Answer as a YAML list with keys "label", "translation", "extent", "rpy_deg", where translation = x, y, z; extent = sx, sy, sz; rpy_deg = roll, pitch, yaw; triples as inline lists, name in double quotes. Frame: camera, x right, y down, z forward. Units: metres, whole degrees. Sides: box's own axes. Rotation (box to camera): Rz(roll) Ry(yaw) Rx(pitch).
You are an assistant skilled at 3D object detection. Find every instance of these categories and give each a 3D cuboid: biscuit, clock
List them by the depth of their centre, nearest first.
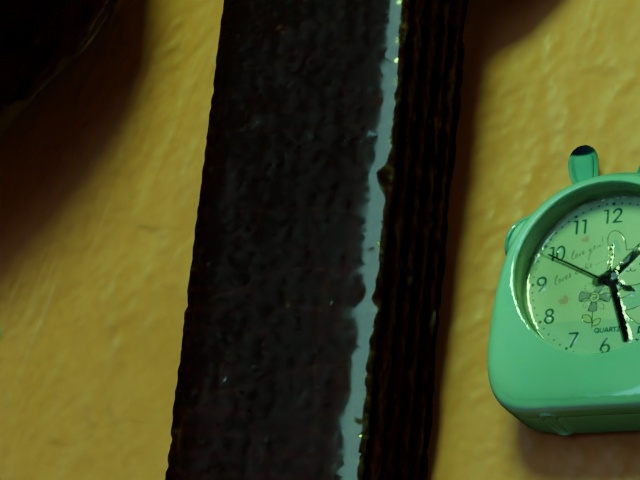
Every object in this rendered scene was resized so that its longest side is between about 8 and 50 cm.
- label: "clock"
  translation: [0.136, 0.014, 0.895]
  extent: [0.108, 0.045, 0.147]
  rpy_deg: [-5, 64, 27]
- label: "biscuit"
  translation: [0.000, 0.000, 0.931]
  extent: [0.107, 0.073, 0.388]
  rpy_deg: [-1, 76, 27]

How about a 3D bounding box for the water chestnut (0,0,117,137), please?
- label: "water chestnut"
  translation: [-0.264, -0.183, 1.044]
  extent: [0.335, 0.347, 0.335]
  rpy_deg: [0, 91, -4]
